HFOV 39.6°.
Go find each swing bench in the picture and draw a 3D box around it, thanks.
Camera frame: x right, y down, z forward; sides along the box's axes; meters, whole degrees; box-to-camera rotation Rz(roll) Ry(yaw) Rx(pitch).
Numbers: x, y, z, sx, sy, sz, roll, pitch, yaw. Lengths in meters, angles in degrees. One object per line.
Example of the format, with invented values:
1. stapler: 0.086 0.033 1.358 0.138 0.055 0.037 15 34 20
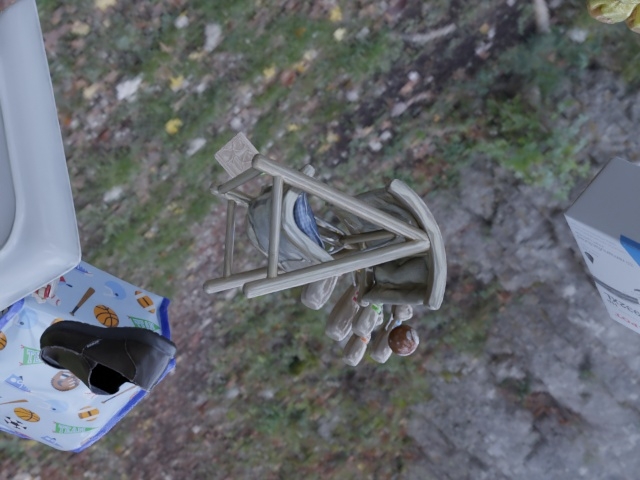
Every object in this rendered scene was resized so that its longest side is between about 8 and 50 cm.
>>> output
1. swing bench: 0.000 0.000 1.149 0.253 0.255 0.165 170 -75 -71

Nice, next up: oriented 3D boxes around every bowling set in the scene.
1. bowling set: 0.111 0.126 1.595 0.154 0.200 0.287 -60 148 -22

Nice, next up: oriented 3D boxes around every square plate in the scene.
1. square plate: -0.432 -0.071 1.067 0.347 0.344 0.049 -27 160 33

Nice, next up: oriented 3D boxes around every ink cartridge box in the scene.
1. ink cartridge box: 0.528 0.045 1.344 0.129 0.223 0.307 -48 134 -9

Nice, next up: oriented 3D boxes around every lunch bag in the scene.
1. lunch bag: -0.512 0.217 1.653 0.385 0.328 0.239 -47 -148 24

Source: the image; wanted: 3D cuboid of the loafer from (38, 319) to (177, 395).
1. loafer: -0.278 0.149 1.098 0.220 0.080 0.078 -5 -124 37

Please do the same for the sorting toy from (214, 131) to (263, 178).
1. sorting toy: -0.128 -0.130 1.465 0.062 0.083 0.012 -44 -157 -7

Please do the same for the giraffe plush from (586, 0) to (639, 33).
1. giraffe plush: 0.412 -0.342 0.994 0.210 0.181 0.170 167 -69 -72

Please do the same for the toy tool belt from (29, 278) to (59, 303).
1. toy tool belt: -0.385 0.058 1.198 0.083 0.051 0.052 -122 -133 -80
